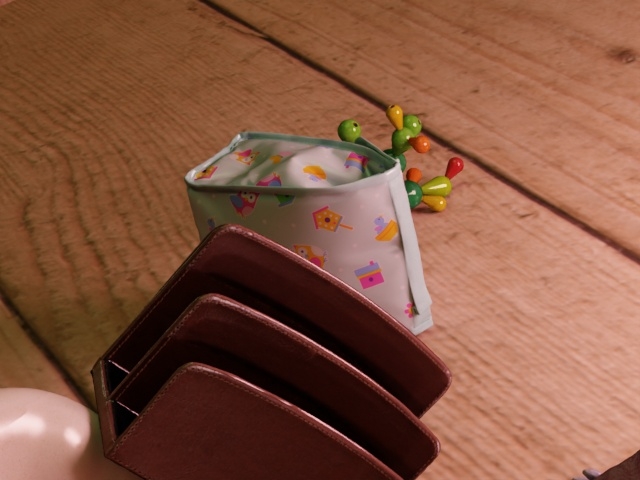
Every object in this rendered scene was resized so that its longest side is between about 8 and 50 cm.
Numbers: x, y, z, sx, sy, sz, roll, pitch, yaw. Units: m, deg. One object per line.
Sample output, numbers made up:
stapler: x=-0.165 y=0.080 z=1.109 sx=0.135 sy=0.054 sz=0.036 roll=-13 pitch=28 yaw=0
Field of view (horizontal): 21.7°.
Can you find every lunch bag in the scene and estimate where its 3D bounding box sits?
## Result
lunch bag: x=0.000 y=0.000 z=1.929 sx=0.262 sy=0.223 sz=0.160 roll=4 pitch=29 yaw=30

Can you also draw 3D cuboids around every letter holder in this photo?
letter holder: x=-0.022 y=0.153 z=1.536 sx=0.214 sy=0.302 sz=0.152 roll=-48 pitch=27 yaw=13

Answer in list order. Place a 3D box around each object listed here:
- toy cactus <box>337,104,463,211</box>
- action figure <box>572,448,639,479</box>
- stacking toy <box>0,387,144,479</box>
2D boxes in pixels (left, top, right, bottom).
toy cactus: x=0.087 y=-0.071 z=2.104 sx=0.112 sy=0.219 sz=0.180 roll=33 pitch=95 yaw=35
action figure: x=0.290 y=0.340 z=1.321 sx=0.276 sy=0.248 sz=0.370 roll=23 pitch=42 yaw=-16
stacking toy: x=-0.391 y=0.345 z=1.538 sx=0.480 sy=0.350 sz=0.350 roll=-17 pitch=24 yaw=36
